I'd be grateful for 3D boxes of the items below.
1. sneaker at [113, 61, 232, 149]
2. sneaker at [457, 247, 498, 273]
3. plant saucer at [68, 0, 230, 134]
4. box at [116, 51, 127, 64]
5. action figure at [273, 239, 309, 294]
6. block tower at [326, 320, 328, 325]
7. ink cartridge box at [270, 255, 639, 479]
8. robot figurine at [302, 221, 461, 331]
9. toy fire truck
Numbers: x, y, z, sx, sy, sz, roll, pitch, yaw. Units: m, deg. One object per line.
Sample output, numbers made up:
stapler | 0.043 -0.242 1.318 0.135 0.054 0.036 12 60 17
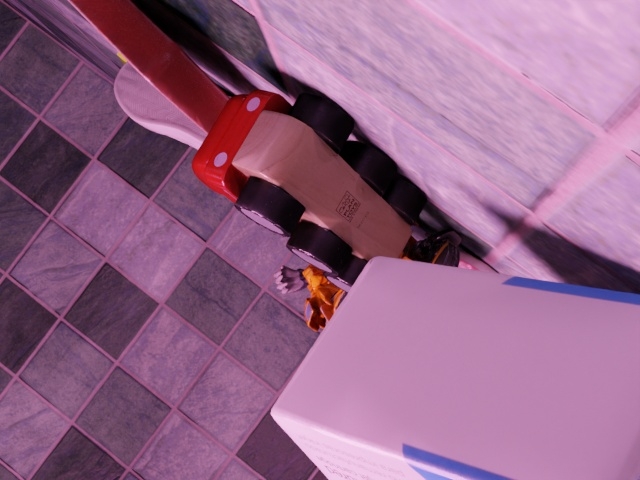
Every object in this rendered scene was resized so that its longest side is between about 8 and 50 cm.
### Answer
sneaker | -0.162 -0.155 1.352 0.292 0.108 0.169 34 173 36
sneaker | 0.181 0.068 1.090 0.134 0.070 0.051 39 178 -20
plant saucer | -0.180 -0.205 1.058 0.259 0.048 0.258 44 -179 28
box | -0.228 -0.240 1.481 0.178 0.042 0.109 38 178 -6
action figure | 0.000 0.000 1.458 0.140 0.164 0.275 -2 -176 -16
block tower | 0.111 0.106 1.272 0.335 0.097 0.091 -10 102 65
ink cartridge box | 0.192 0.212 0.742 0.285 0.166 0.395 7 143 46
robot figurine | 0.056 0.049 1.077 0.085 0.211 0.291 40 -176 -11
toy fire truck | -0.040 -0.077 0.944 0.246 0.159 0.217 21 168 42
